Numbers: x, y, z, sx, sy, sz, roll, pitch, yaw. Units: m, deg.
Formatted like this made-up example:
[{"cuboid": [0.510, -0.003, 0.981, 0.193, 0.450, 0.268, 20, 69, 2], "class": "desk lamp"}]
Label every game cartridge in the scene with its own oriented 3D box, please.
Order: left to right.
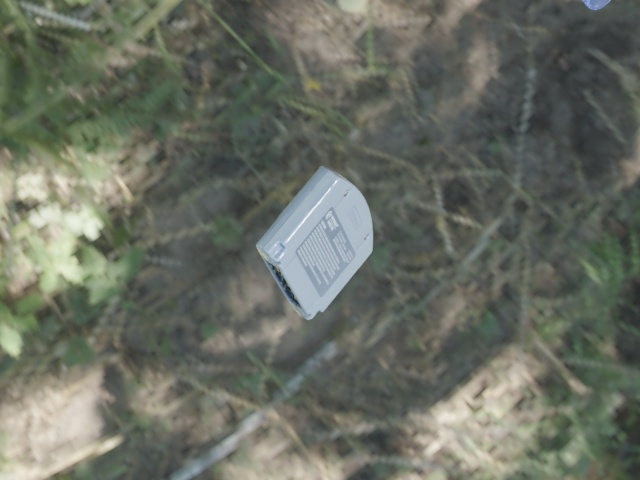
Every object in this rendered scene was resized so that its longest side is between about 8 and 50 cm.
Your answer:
[{"cuboid": [0.000, 0.000, 0.825, 0.056, 0.017, 0.083, -47, 155, -10], "class": "game cartridge"}]

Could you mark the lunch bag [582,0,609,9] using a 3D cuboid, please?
[{"cuboid": [0.173, -0.199, 0.730, 0.221, 0.138, 0.293, -10, 148, -27], "class": "lunch bag"}]
